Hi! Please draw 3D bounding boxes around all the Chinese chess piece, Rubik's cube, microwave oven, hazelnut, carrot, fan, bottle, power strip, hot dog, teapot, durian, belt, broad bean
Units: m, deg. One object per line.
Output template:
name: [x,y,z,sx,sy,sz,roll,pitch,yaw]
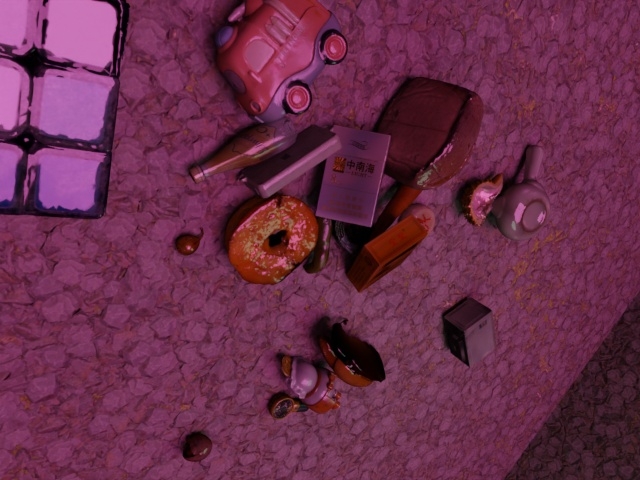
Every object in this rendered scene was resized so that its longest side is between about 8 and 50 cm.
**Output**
Chinese chess piece: [0.306,-0.056,1.658,0.122,0.051,0.122,-14,119,-28]
Rubik's cube: [-0.523,-0.249,0.813,0.363,0.359,0.362,1,113,-36]
microwave oven: [0.559,0.344,1.973,0.163,0.129,0.204,-29,125,-18]
hazelnut: [-0.354,0.598,1.504,0.087,0.086,0.086,-15,119,-28]
carrot: [0.227,-0.103,1.531,0.336,0.069,0.069,-52,132,-26]
fan: [-0.098,0.527,1.669,0.155,0.039,0.082,16,101,-40]
bottle: [-0.182,-0.208,1.232,0.270,0.083,0.083,-32,126,-17]
power strip: [-0.073,-0.196,1.288,0.271,0.118,0.046,-36,130,-16]
hot dog: [0.081,0.367,1.655,0.107,0.194,0.326,-31,126,16]
teapot: [0.725,-0.152,1.836,0.318,0.149,0.220,-46,123,-6]
durian: [0.535,-0.153,1.759,0.224,0.078,0.140,-47,118,-20]
belt: [0.086,-0.040,1.505,0.121,0.079,0.151,-24,111,-14]
broad bean: [0.000,0.000,1.468,0.048,0.071,0.213,-14,124,-58]

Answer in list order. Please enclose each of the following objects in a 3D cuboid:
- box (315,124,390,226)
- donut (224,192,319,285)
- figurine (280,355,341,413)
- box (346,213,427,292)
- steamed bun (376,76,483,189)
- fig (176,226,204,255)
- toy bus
box: [0.086,-0.168,1.370,0.156,0.067,0.242,11,97,7]
donut: [-0.127,-0.007,1.345,0.254,0.118,0.253,-16,119,-31]
figurine: [-0.026,0.438,1.615,0.143,0.143,0.271,-41,129,-12]
box: [0.182,0.045,1.508,0.174,0.076,0.274,-34,167,-18]
steamed bun: [0.302,-0.276,1.440,0.301,0.252,0.199,-58,143,0]
fig: [-0.312,0.001,1.273,0.083,0.050,0.050,-47,132,-32]
toy bus: [-0.099,-0.411,1.129,0.232,0.194,0.287,39,88,-32]
